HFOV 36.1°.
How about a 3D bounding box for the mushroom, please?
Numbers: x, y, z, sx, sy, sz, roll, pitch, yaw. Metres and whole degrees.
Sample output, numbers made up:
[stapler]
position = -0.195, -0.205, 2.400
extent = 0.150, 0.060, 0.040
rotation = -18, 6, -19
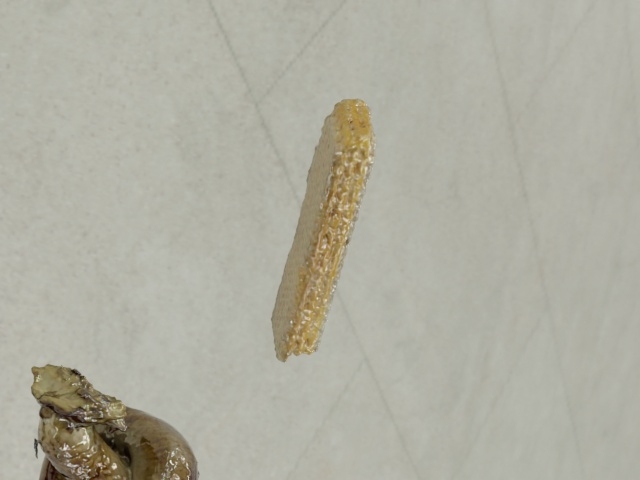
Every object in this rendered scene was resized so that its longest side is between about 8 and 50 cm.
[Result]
[mushroom]
position = -0.368, 0.426, 1.699
extent = 0.334, 0.331, 0.356
rotation = -65, 163, -7

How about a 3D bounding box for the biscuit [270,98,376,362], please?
[biscuit]
position = 0.000, 0.000, 1.218
extent = 0.094, 0.054, 0.379
rotation = -100, -161, -48
